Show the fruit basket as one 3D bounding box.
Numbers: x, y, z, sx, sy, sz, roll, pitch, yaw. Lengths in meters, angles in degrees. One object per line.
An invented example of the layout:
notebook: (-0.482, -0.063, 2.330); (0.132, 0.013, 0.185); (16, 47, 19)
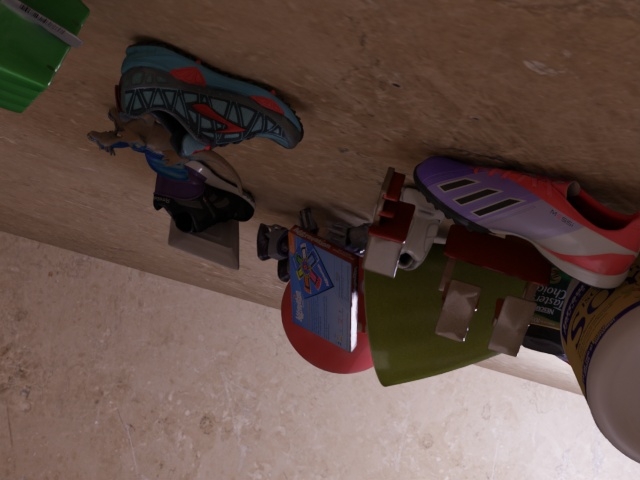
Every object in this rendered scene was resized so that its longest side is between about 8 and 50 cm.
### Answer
fruit basket: (-0.443, -0.299, 1.244); (0.353, 0.165, 0.327); (37, 163, -17)

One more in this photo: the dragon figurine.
dragon figurine: (-0.240, -0.149, 1.765); (0.289, 0.085, 0.144); (21, 172, 4)

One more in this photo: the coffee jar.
coffee jar: (0.382, 0.093, 1.774); (0.096, 0.184, 0.079); (11, 168, 28)

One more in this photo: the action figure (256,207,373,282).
action figure: (0.000, 0.000, 2.163); (0.285, 0.099, 0.185); (-14, 144, 42)

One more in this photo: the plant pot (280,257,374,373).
plant pot: (0.071, 0.131, 2.351); (0.275, 0.275, 0.243); (18, 159, -7)

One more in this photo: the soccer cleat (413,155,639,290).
soccer cleat: (0.277, -0.053, 1.469); (0.318, 0.108, 0.116); (28, 129, 15)

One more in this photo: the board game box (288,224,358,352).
board game box: (0.006, 0.098, 2.135); (0.145, 0.027, 0.281); (26, 144, 21)

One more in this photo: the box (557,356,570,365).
box: (0.582, 0.200, 2.140); (0.154, 0.142, 0.300); (10, 168, 35)

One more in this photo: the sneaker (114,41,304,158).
sneaker: (-0.151, -0.159, 1.462); (0.262, 0.125, 0.104); (20, 170, -19)

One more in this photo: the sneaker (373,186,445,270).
sneaker: (0.137, -0.008, 1.839); (0.110, 0.118, 0.292); (15, 171, -1)

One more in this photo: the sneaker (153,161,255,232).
sneaker: (-0.231, -0.065, 2.095); (0.107, 0.124, 0.283); (11, 169, 31)

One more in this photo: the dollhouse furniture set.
dollhouse furniture set: (0.197, 0.005, 1.541); (0.259, 0.135, 0.262); (16, -146, 4)

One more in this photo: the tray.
tray: (-0.224, -0.036, 2.182); (0.145, 0.030, 0.270); (20, -157, -13)

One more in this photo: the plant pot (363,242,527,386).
plant pot: (0.249, 0.121, 2.016); (0.293, 0.275, 0.275); (-6, 164, 13)

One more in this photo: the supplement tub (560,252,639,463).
supplement tub: (0.464, 0.144, 1.521); (0.241, 0.241, 0.331); (17, -164, -2)
